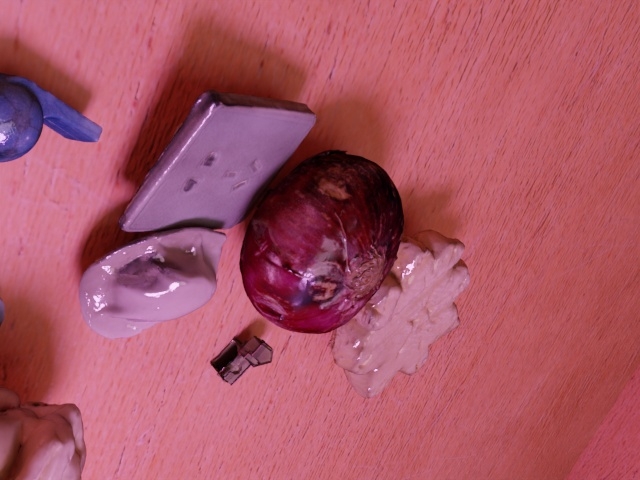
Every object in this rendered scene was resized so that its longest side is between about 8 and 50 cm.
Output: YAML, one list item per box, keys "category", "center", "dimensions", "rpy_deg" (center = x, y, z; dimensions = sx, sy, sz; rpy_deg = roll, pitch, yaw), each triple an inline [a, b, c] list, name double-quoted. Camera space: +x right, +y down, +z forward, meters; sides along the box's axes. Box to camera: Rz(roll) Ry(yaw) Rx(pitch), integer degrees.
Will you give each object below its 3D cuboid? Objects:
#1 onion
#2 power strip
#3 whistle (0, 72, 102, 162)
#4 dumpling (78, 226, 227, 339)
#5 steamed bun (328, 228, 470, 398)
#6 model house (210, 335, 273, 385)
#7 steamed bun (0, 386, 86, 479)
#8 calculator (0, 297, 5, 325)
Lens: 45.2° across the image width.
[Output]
- category: "onion"
  center: [0.000, 0.000, 0.997]
  dimensions: [0.246, 0.190, 0.246]
  rpy_deg: [-47, 157, -26]
- category: "power strip"
  center: [-0.122, -0.098, 0.881]
  dimensions: [0.198, 0.064, 0.213]
  rpy_deg: [-50, 159, 22]
- category: "whistle"
  center: [-0.287, -0.106, 0.717]
  dimensions: [0.090, 0.090, 0.158]
  rpy_deg: [-50, 142, 2]
- category: "dumpling"
  center: [-0.193, 0.044, 0.904]
  dimensions: [0.176, 0.093, 0.150]
  rpy_deg: [-17, 153, 1]
- category: "steamed bun"
  center: [0.109, 0.106, 1.231]
  dimensions: [0.295, 0.137, 0.292]
  rpy_deg: [-3, 119, -52]
- category: "model house"
  center: [-0.111, 0.179, 1.141]
  dimensions: [0.083, 0.057, 0.058]
  rpy_deg: [-46, 137, -6]
- category: "steamed bun"
  center: [-0.380, 0.250, 0.760]
  dimensions: [0.275, 0.203, 0.289]
  rpy_deg: [4, 150, -14]
- category: "calculator"
  center: [-0.433, 0.078, 0.760]
  dimensions: [0.141, 0.045, 0.246]
  rpy_deg: [-50, 142, 2]
